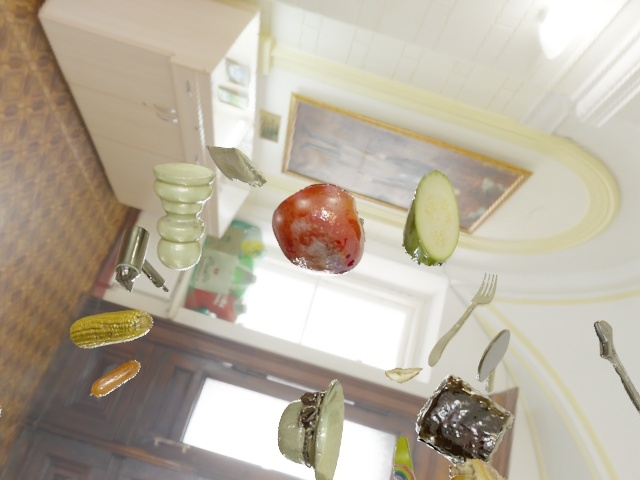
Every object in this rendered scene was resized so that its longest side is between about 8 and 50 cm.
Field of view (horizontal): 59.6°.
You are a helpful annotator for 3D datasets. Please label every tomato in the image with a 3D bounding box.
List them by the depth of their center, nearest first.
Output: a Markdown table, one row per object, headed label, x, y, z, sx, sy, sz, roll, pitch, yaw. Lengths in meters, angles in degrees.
| label | x | y | z | sx | sy | sz | roll | pitch | yaw |
| --- | --- | --- | --- | --- | --- | --- | --- | --- | --- |
| tomato | 0.001 | 0.006 | 1.728 | 0.176 | 0.289 | 0.335 | -96 | 172 | -47 |

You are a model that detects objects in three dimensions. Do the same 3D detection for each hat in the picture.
| label | x | y | z | sx | sy | sz | roll | pitch | yaw |
| --- | --- | --- | --- | --- | --- | --- | --- | --- | --- |
| hat | -0.033 | 0.454 | 1.314 | 0.257 | 0.129 | 0.258 | 2 | 90 | -76 |

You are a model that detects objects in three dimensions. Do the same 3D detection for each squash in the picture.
| label | x | y | z | sx | sy | sz | roll | pitch | yaw |
| --- | --- | --- | --- | --- | --- | --- | --- | --- | --- |
| squash | 0.351 | -0.062 | 1.686 | 0.261 | 0.189 | 0.189 | 101 | 4 | -55 |

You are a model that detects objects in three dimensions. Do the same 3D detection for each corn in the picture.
| label | x | y | z | sx | sy | sz | roll | pitch | yaw |
| --- | --- | --- | --- | --- | --- | --- | --- | --- | --- |
| corn | -0.503 | 0.209 | 1.333 | 0.080 | 0.230 | 0.080 | 35 | 49 | -53 |

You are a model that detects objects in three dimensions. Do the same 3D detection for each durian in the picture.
| label | x | y | z | sx | sy | sz | roll | pitch | yaw |
| --- | --- | --- | --- | --- | --- | --- | --- | --- | --- |
| durian | 0.280 | 0.441 | 1.879 | 0.052 | 0.130 | 0.066 | -83 | 165 | -58 |

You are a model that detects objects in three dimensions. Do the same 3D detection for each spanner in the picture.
| label | x | y | z | sx | sy | sz | roll | pitch | yaw |
| --- | --- | --- | --- | --- | --- | --- | --- | --- | --- |
| spanner | 0.731 | 0.326 | 1.342 | 0.026 | 0.326 | 0.093 | -21 | -163 | 43 |

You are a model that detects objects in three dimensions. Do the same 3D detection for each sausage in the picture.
| label | x | y | z | sx | sy | sz | roll | pitch | yaw |
| --- | --- | --- | --- | --- | --- | --- | --- | --- | --- |
| sausage | -0.675 | 0.453 | 1.837 | 0.183 | 0.062 | 0.054 | -31 | 154 | -21 |

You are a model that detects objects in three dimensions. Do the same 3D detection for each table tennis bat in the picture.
| label | x | y | z | sx | sy | sz | roll | pitch | yaw |
| --- | --- | --- | --- | --- | --- | --- | --- | --- | --- |
| table tennis bat | 0.452 | 0.325 | 1.462 | 0.138 | 0.022 | 0.247 | -39 | 141 | -24 |

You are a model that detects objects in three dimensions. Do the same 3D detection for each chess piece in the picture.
| label | x | y | z | sx | sy | sz | roll | pitch | yaw |
| --- | --- | --- | --- | --- | --- | --- | --- | --- | --- |
| chess piece | -0.333 | -0.048 | 1.347 | 0.144 | 0.144 | 0.252 | -77 | 176 | -71 |

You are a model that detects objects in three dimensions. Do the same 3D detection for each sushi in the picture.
| label | x | y | z | sx | sy | sz | roll | pitch | yaw |
| --- | --- | --- | --- | --- | --- | --- | --- | --- | --- |
| sushi | 0.511 | 0.664 | 2.014 | 0.282 | 0.294 | 0.299 | -60 | 158 | 10 |

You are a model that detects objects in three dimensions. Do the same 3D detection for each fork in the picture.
| label | x | y | z | sx | sy | sz | roll | pitch | yaw |
| --- | --- | --- | --- | --- | --- | --- | --- | --- | --- |
| fork | 0.237 | 0.131 | 0.913 | 0.219 | 0.034 | 0.029 | -44 | 132 | -34 |

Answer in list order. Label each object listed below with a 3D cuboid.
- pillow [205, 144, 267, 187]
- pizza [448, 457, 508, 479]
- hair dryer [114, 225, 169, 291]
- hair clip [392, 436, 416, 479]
| label | x | y | z | sx | sy | sz | roll | pitch | yaw |
| --- | --- | --- | --- | --- | --- | --- | --- | --- | --- |
| pillow | -0.263 | -0.228 | 1.702 | 0.050 | 0.148 | 0.229 | -43 | -151 | -22 |
| pizza | 0.434 | 0.680 | 1.273 | 0.130 | 0.440 | 0.406 | -34 | 165 | 13 |
| hair dryer | -0.525 | 0.106 | 1.685 | 0.248 | 0.077 | 0.196 | 62 | 21 | -47 |
| hair clip | 0.230 | 0.621 | 1.525 | 0.060 | 0.033 | 0.189 | -25 | -143 | 22 |
